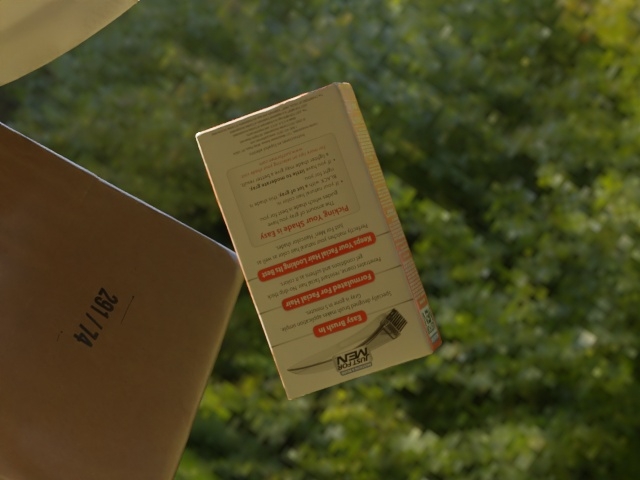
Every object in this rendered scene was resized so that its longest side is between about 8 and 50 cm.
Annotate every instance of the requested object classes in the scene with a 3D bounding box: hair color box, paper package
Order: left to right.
[{"bbox_3d":[-0.255,0.095,1.545,0.309,0.325,0.168,30,-43,-13],"label":"paper package"},{"bbox_3d":[0.000,0.000,1.134,0.053,0.093,0.167,-17,88,-78],"label":"hair color box"}]

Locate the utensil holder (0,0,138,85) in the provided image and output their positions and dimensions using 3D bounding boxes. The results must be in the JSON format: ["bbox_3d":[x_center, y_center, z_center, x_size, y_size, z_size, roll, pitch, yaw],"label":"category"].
[{"bbox_3d":[-0.299,-0.366,1.555,0.385,0.327,0.327,54,-8,-23],"label":"utensil holder"}]
